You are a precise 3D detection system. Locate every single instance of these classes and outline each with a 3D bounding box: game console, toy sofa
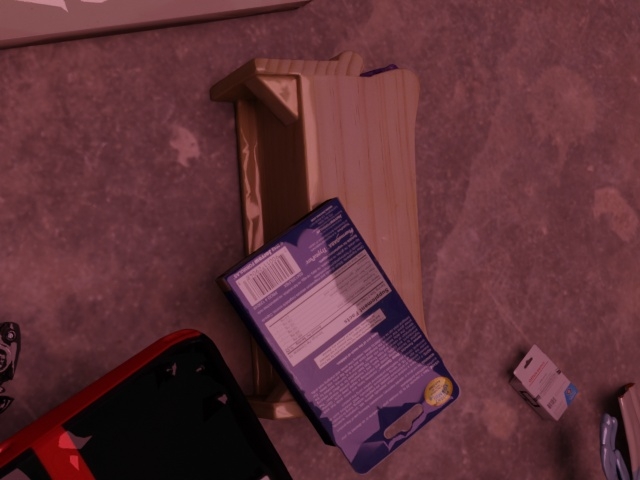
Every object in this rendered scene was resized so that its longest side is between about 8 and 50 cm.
[{"bbox_3d":[-0.140,0.314,0.924,0.342,0.060,0.386,-35,102,-30],"label":"game console"},{"bbox_3d":[0.000,0.000,1.175,0.177,0.150,0.362,-3,86,-23],"label":"toy sofa"}]

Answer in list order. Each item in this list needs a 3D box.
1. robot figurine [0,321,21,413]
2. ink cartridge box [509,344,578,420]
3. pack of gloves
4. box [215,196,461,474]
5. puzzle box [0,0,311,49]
[{"bbox_3d":[-0.400,0.142,1.008,0.211,0.085,0.291,38,71,-18],"label":"robot figurine"},{"bbox_3d":[0.255,0.165,1.351,0.083,0.028,0.048,47,68,-15],"label":"ink cartridge box"},{"bbox_3d":[0.353,0.301,1.349,0.195,0.046,0.232,-14,91,-62],"label":"pack of gloves"},{"bbox_3d":[0.020,0.090,1.073,0.136,0.036,0.225,-36,97,-20],"label":"box"},{"bbox_3d":[-0.219,-0.341,1.157,0.409,0.052,0.272,-12,90,-26],"label":"puzzle box"}]
